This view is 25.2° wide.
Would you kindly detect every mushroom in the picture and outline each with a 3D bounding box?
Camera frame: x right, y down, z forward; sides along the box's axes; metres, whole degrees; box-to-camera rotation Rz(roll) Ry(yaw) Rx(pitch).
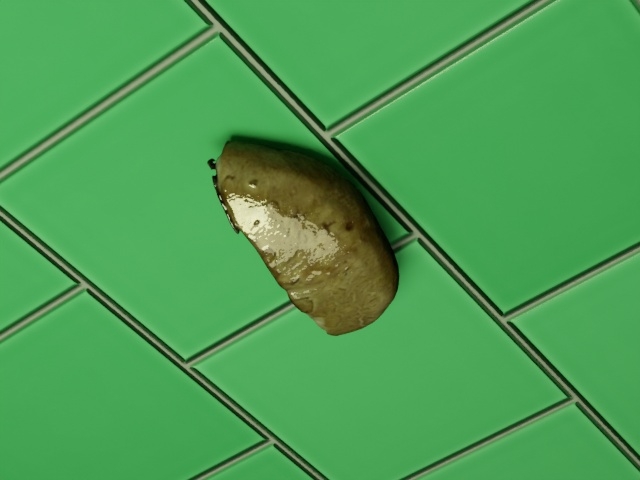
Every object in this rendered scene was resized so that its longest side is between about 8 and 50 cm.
[{"bbox_3d":[0.000,0.000,1.119,0.094,0.072,0.210,-26,127,9],"label":"mushroom"}]
